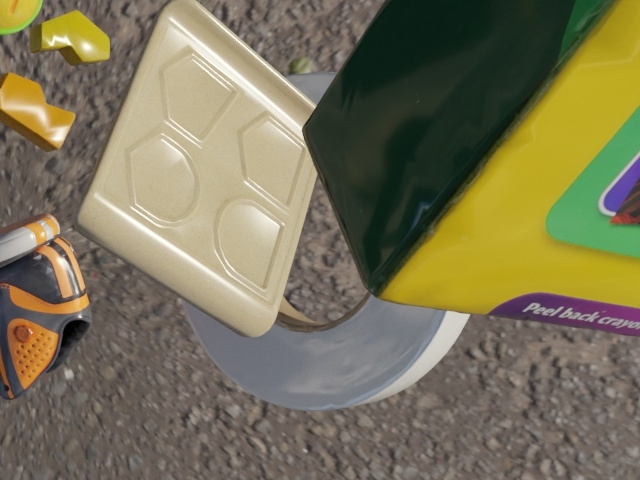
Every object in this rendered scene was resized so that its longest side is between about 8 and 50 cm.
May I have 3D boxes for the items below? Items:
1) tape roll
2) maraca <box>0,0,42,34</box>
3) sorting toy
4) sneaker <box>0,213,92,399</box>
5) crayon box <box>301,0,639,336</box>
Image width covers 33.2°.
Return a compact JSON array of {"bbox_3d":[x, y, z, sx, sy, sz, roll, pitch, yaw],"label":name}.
[{"bbox_3d":[0.000,0.000,1.243,0.072,0.392,0.391,6,87,-58],"label":"tape roll"},{"bbox_3d":[-0.403,-0.319,1.234,0.185,0.099,0.127,46,54,-17],"label":"maraca"},{"bbox_3d":[-0.125,-0.084,0.894,0.307,0.041,0.229,37,59,-35],"label":"sorting toy"},{"bbox_3d":[-0.398,0.102,1.185,0.321,0.124,0.180,-17,102,20],"label":"sneaker"},{"bbox_3d":[0.227,-0.092,0.428,0.363,0.313,0.106,9,42,-33],"label":"crayon box"}]
